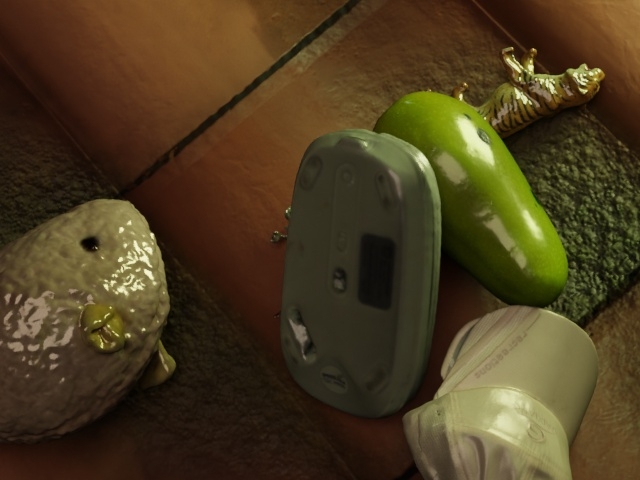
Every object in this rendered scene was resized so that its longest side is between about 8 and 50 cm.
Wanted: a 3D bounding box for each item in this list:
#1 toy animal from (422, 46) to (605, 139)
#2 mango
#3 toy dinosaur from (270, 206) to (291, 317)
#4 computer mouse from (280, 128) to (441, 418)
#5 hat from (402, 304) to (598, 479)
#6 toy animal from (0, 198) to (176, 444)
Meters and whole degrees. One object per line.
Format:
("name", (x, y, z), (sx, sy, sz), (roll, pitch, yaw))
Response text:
("toy animal", (0.220, -0.170, 1.509), (0.241, 0.057, 0.099), (-26, 71, 1))
("mango", (0.171, -0.044, 1.417), (0.143, 0.175, 0.293), (-41, 73, 7))
("toy dinosaur", (0.000, 0.000, 1.510), (0.108, 0.032, 0.220), (28, 78, 19))
("computer mouse", (0.047, 0.040, 1.398), (0.197, 0.095, 0.331), (17, 110, 30))
("hat", (0.223, 0.197, 1.318), (0.219, 0.164, 0.226), (35, 96, -18))
("toy animal", (-0.316, 0.114, 1.449), (0.358, 0.188, 0.226), (-45, 66, -4))
